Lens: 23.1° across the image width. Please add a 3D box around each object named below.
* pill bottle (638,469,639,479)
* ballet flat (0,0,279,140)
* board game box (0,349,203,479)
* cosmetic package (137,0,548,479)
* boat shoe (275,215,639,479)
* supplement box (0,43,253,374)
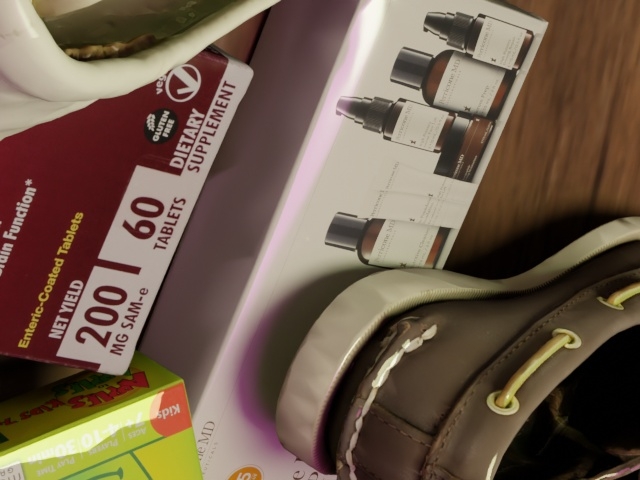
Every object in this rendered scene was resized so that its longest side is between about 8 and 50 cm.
[{"bbox_3d":[0.230,0.176,0.864,0.117,0.117,0.215,-15,121,-27],"label":"pill bottle"},{"bbox_3d":[0.024,-0.152,0.494,0.400,0.139,0.139,-39,130,-27],"label":"ballet flat"},{"bbox_3d":[-0.085,0.144,0.602,0.092,0.043,0.181,-20,113,-28],"label":"board game box"},{"bbox_3d":[0.000,0.000,0.655,0.099,0.060,0.239,12,107,-36],"label":"cosmetic package"},{"bbox_3d":[0.119,0.061,0.698,0.324,0.097,0.116,-5,119,-51],"label":"boat shoe"},{"bbox_3d":[-0.155,-0.042,0.521,0.239,0.073,0.130,14,106,-37],"label":"supplement box"}]
